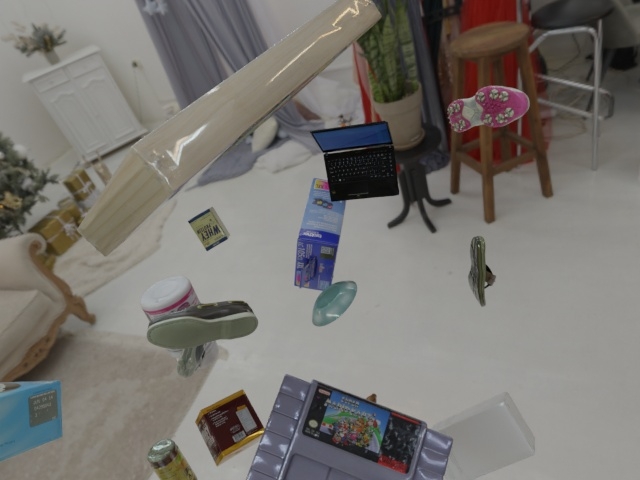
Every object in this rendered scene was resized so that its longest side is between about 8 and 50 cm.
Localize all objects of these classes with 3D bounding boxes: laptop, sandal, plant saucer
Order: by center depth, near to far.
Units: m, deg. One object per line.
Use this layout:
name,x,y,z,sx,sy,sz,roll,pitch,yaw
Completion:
laptop,0.114,-0.237,1.434,0.234,0.265,0.136,-4,22,15
plant saucer,0.034,0.193,1.497,0.195,0.037,0.195,-37,21,16
sandal,0.602,0.121,1.679,0.086,0.303,0.120,-9,32,1

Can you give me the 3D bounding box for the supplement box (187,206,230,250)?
supplement box,-0.259,-0.028,1.071,0.056,0.083,0.083,-31,10,-2

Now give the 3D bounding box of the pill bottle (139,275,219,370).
pill bottle,-0.437,0.268,1.456,0.160,0.283,0.160,-14,28,7

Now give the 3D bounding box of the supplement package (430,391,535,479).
supplement package,0.529,0.654,1.516,0.293,0.177,0.175,-34,71,18

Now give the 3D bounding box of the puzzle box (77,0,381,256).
puzzle box,-0.109,-0.156,0.588,0.272,0.052,0.409,-23,23,52

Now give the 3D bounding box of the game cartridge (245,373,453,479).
game cartridge,0.057,0.424,0.888,0.354,0.068,0.230,19,79,5

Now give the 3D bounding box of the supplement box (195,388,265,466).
supplement box,-0.354,0.730,1.794,0.191,0.129,0.194,-17,61,-37

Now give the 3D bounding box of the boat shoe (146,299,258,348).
boat shoe,-0.248,0.170,0.958,0.227,0.081,0.069,0,33,-30

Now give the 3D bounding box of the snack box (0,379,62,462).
snack box,-0.426,0.175,0.402,0.321,0.060,0.187,-7,-6,18

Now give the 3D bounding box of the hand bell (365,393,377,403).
hand bell,0.125,0.533,1.382,0.126,0.126,0.242,-2,13,23

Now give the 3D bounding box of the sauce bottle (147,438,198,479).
sauce bottle,-0.531,0.903,1.731,0.111,0.345,0.111,-14,26,7

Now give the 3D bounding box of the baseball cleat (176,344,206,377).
baseball cleat,-0.361,0.294,1.336,0.072,0.109,0.206,23,87,6

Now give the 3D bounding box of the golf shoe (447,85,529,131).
golf shoe,0.499,-0.387,1.317,0.140,0.115,0.306,-18,15,-16

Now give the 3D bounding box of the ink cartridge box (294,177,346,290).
ink cartridge box,0.000,0.000,1.693,0.151,0.270,0.396,9,46,1
